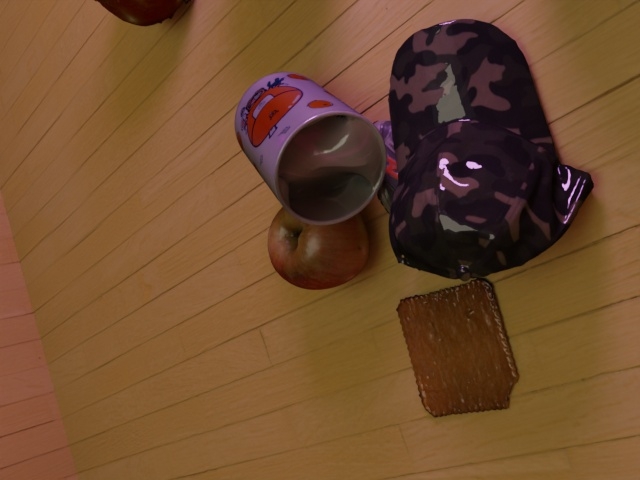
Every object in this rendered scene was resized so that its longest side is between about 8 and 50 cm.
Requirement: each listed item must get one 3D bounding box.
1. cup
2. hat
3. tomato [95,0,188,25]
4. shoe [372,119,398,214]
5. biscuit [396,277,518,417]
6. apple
[{"bbox_3d":[-0.036,-0.190,1.394,0.317,0.212,0.212,-129,48,-55],"label":"cup"},{"bbox_3d":[0.208,-0.150,1.176,0.366,0.257,0.382,-19,100,32],"label":"hat"},{"bbox_3d":[-0.451,-0.673,1.755,0.303,0.239,0.304,4,97,43],"label":"tomato"},{"bbox_3d":[0.147,-0.136,1.362,0.077,0.074,0.195,-12,86,41],"label":"shoe"},{"bbox_3d":[0.250,0.203,1.353,0.232,0.013,0.237,-21,82,45],"label":"biscuit"},{"bbox_3d":[0.000,0.000,1.469,0.209,0.164,0.210,-6,82,43],"label":"apple"}]
